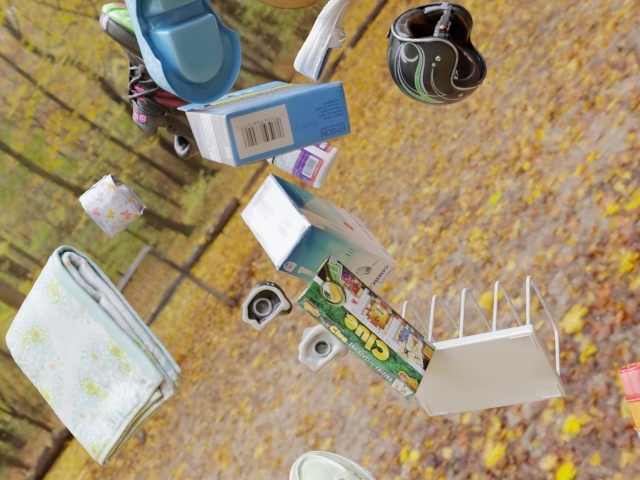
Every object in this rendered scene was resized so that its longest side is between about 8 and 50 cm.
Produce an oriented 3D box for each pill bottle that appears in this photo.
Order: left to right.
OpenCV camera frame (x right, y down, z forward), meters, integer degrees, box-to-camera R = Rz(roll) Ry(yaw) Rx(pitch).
[{"bbox_3d":[-0.062,-0.213,1.976,0.108,0.193,0.108,-60,-4,-8],"label":"pill bottle"}]

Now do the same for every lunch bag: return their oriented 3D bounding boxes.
[{"bbox_3d":[-0.336,-0.059,1.339,0.071,0.083,0.053,-39,18,11],"label":"lunch bag"}]

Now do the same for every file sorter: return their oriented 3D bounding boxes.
[{"bbox_3d":[0.311,0.201,1.617,0.278,0.193,0.173,-15,38,27],"label":"file sorter"}]

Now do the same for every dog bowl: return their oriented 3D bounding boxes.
[{"bbox_3d":[-0.234,-0.371,1.360,0.074,0.297,0.166,12,36,45],"label":"dog bowl"}]

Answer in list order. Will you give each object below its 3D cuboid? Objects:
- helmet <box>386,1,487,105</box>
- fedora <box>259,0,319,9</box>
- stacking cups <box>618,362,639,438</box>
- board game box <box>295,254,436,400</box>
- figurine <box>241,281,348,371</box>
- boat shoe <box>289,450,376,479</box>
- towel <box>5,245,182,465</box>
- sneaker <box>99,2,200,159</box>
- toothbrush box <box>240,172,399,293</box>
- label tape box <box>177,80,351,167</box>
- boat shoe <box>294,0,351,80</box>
[{"bbox_3d":[0.203,-0.317,1.455,0.169,0.161,0.169,-11,43,10],"label":"helmet"},{"bbox_3d":[-0.045,-0.366,0.950,0.194,0.194,0.079,-42,8,47],"label":"fedora"},{"bbox_3d":[0.715,0.412,1.733,0.096,0.316,0.096,-16,-5,-2],"label":"stacking cups"},{"bbox_3d":[0.084,0.150,1.456,0.030,0.260,0.136,-44,7,41],"label":"board game box"},{"bbox_3d":[-0.053,0.166,1.622,0.092,0.215,0.209,-54,2,-4],"label":"figurine"},{"bbox_3d":[0.049,0.364,1.114,0.109,0.094,0.302,-41,37,-16],"label":"boat shoe"},{"bbox_3d":[-0.475,0.241,1.686,0.320,0.374,0.090,-48,-12,32],"label":"towel"},{"bbox_3d":[-0.378,-0.358,1.982,0.202,0.483,0.185,-38,47,-3],"label":"sneaker"},{"bbox_3d":[0.000,0.000,1.846,0.126,0.295,0.216,-52,42,14],"label":"toothbrush box"},{"bbox_3d":[-0.120,-0.238,1.645,0.241,0.105,0.334,-19,17,-20],"label":"label tape box"},{"bbox_3d":[0.016,-0.378,1.543,0.184,0.063,0.066,-55,-5,28],"label":"boat shoe"}]
